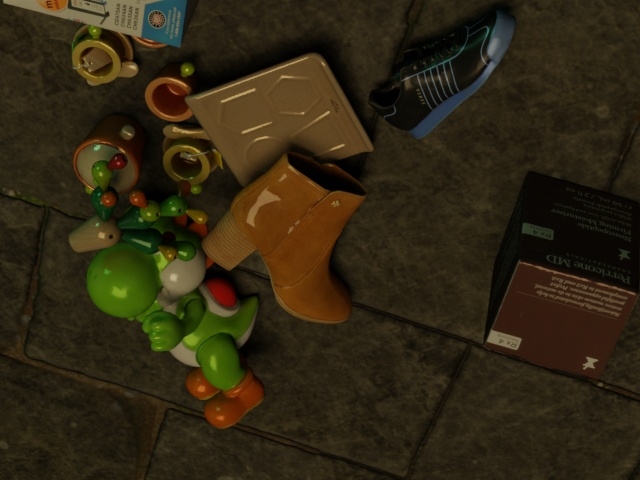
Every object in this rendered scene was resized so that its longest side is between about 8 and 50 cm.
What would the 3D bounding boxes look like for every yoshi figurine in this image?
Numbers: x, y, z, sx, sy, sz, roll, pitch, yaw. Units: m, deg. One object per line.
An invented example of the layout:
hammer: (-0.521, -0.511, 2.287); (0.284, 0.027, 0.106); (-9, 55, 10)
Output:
yoshi figurine: (-0.232, 0.115, 2.263); (0.203, 0.203, 0.362); (-9, 123, 27)

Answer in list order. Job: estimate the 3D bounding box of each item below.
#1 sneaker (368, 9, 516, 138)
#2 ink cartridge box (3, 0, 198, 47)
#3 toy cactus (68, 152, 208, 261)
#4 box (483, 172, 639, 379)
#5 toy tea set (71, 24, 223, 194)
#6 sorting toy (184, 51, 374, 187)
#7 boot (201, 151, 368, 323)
sneaker: (0.155, -0.225, 1.975); (0.090, 0.081, 0.232); (28, 130, -19)
ink cartridge box: (-0.258, -0.376, 1.885); (0.232, 0.168, 0.171); (14, 132, 0)
toy cactus: (-0.266, -0.037, 2.087); (0.180, 0.112, 0.219); (-20, 145, 24)
box: (0.331, 0.047, 2.073); (0.168, 0.203, 0.167); (16, 129, -1)
toy tea set: (-0.254, -0.187, 2.067); (0.200, 0.124, 0.336); (1, 128, 12)
sorting toy: (-0.054, -0.164, 2.071); (0.208, 0.038, 0.193); (-15, 136, 18)
boot: (-0.001, -0.001, 2.151); (0.295, 0.104, 0.211); (29, 123, -36)
